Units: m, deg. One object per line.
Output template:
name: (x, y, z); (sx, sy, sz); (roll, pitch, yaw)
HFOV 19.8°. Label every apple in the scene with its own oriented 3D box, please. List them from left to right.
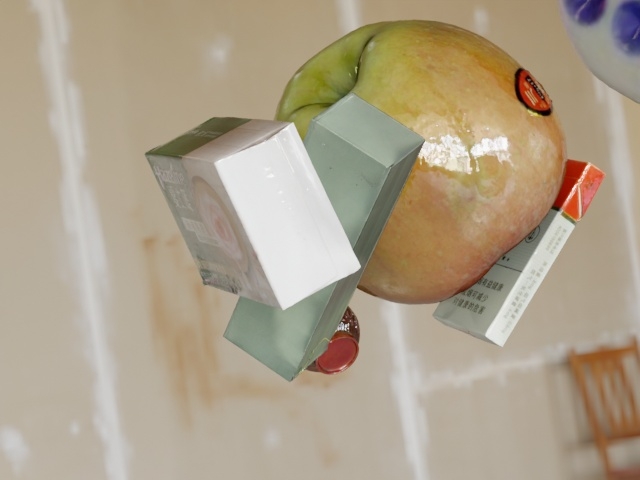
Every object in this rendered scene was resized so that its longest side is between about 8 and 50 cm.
apple: (0.108, -0.109, 2.145); (0.338, 0.305, 0.338); (-41, 12, 11)

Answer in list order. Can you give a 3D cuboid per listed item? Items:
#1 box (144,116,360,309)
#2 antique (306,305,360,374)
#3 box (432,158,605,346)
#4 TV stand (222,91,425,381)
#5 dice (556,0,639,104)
box: (-0.060, -0.027, 1.518); (0.081, 0.135, 0.199); (-30, 14, -19)
antique: (0.000, 0.116, 2.279); (0.104, 0.104, 0.104); (-8, 0, 0)
box: (0.238, 0.008, 2.216); (0.035, 0.245, 0.139); (36, -9, -25)
TV stand: (0.000, 0.000, 1.720); (0.088, 0.269, 0.083); (34, 35, 13)
dice: (0.474, -0.347, 2.211); (0.277, 0.304, 0.304); (35, 44, 26)
